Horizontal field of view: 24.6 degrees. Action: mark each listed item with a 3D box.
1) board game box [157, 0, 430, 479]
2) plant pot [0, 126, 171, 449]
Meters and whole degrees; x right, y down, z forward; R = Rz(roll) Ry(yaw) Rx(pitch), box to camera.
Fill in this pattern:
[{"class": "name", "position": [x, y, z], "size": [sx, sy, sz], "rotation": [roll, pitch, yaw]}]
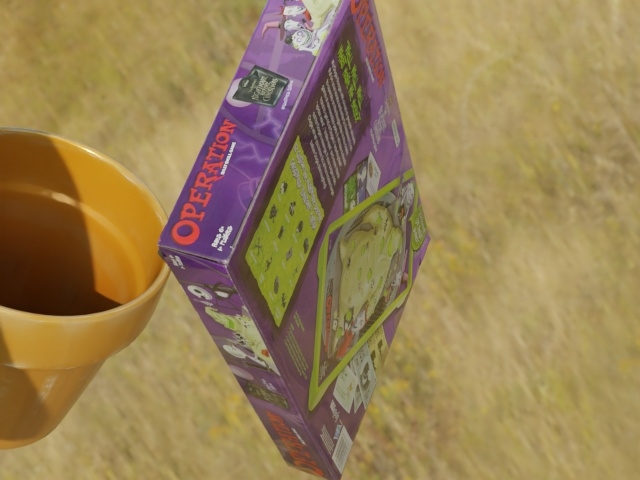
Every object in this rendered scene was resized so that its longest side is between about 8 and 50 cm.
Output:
[{"class": "board game box", "position": [0.000, 0.000, 0.923], "size": [0.056, 0.347, 0.208], "rotation": [18, 67, 20]}, {"class": "plant pot", "position": [-0.233, 0.050, 1.104], "size": [0.205, 0.205, 0.188], "rotation": [-50, -12, -51]}]
